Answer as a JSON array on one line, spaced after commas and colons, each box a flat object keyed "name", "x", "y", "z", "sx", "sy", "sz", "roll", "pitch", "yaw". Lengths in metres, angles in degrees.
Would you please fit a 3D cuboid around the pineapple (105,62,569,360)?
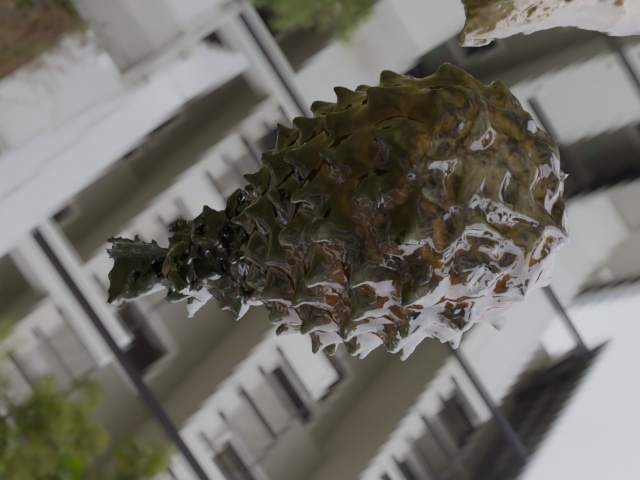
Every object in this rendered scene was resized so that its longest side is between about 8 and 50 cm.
[{"name": "pineapple", "x": 0.000, "y": 0.000, "z": 1.112, "sx": 0.175, "sy": 0.175, "sz": 0.361, "roll": -40, "pitch": -169, "yaw": -29}]

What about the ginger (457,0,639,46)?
[{"name": "ginger", "x": 0.107, "y": -0.102, "z": 0.713, "sx": 0.057, "sy": 0.044, "sz": 0.137, "roll": 10, "pitch": -165, "yaw": 35}]
